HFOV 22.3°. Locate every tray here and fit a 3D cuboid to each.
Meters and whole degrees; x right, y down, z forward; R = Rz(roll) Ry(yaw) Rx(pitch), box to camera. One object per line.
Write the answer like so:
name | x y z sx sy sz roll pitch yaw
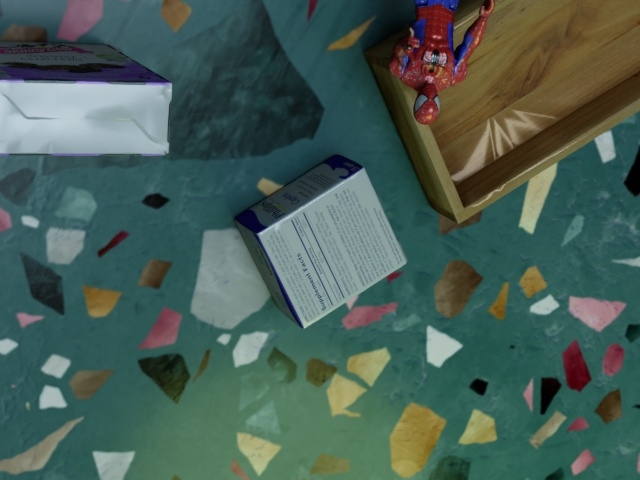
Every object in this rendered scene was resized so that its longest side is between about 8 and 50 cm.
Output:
tray | 0.265 -0.213 1.767 0.411 0.076 0.203 -31 116 -12

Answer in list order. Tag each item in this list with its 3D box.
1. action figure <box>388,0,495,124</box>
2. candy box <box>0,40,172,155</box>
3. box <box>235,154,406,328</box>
action figure | 0.122 -0.257 1.600 0.091 0.139 0.280 6 85 -10
candy box | -0.245 -0.132 1.483 0.164 0.196 0.070 -2 107 -24
box | 0.000 0.000 1.709 0.137 0.072 0.126 -32 117 -14
